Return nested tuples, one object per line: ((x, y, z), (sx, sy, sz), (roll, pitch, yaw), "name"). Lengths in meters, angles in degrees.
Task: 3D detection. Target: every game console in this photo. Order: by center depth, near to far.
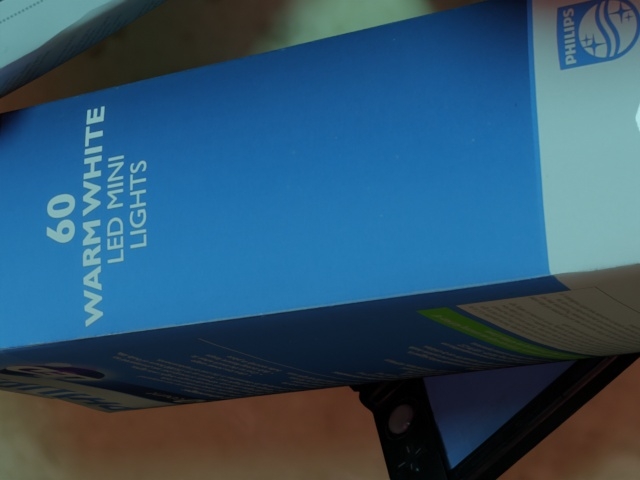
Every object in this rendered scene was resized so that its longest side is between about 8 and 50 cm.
((0.043, 0.017, 0.518), (0.071, 0.107, 0.122), (34, 113, -28), "game console")

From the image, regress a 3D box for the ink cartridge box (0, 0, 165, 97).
((-0.133, -0.150, 0.448), (0.223, 0.224, 0.045), (55, 143, -4), "ink cartridge box")

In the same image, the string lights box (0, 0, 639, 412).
((0.000, 0.000, 0.456), (0.259, 0.133, 0.077), (-9, 75, 28), "string lights box")
